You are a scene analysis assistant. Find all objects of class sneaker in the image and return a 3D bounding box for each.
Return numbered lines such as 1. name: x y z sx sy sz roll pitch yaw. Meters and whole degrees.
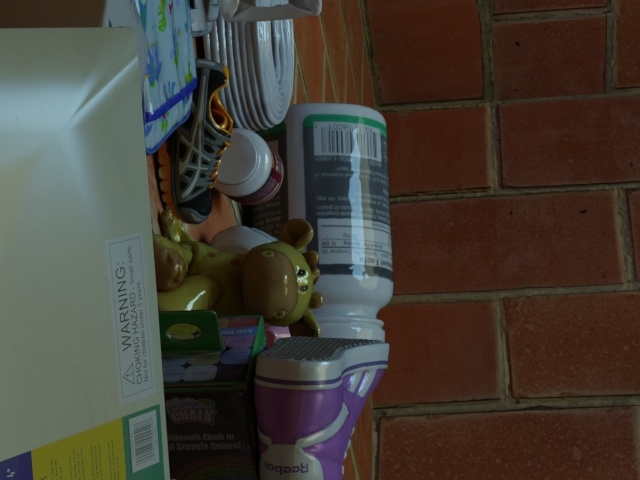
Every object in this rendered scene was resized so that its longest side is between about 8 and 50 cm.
1. sneaker: -0.132 -0.104 1.662 0.084 0.083 0.215 -89 177 -49
2. sneaker: -0.004 0.176 1.493 0.282 0.102 0.161 -10 101 -72

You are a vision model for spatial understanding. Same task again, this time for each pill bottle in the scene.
1. pill bottle: -0.097 -0.093 1.924 0.152 0.086 0.086 32 55 -82
2. pill bottle: 0.000 0.000 2.201 0.204 0.204 0.361 53 35 -78

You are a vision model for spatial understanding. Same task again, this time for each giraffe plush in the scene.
1. giraffe plush: -0.086 0.056 1.610 0.210 0.170 0.181 -77 162 -66

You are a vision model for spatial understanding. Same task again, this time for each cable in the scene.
1. cable: -0.094 -0.264 2.016 0.257 0.089 0.257 80 10 -46

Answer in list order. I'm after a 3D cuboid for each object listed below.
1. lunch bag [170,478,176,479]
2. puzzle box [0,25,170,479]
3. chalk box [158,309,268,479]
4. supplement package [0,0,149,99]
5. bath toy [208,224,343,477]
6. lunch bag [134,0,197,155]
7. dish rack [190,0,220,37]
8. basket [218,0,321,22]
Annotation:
1. lunch bag: -0.090 0.381 1.287 0.305 0.213 0.256 -90 156 -43
2. puzzle box: -0.188 0.083 0.888 0.272 0.052 0.409 -14 102 -61
3. chalk box: -0.118 0.153 1.471 0.132 0.132 0.213 -78 164 -64
4. supplement package: -0.191 -0.106 1.102 0.105 0.105 0.179 74 14 -51
5. bath toy: -0.064 0.147 1.906 0.129 0.151 0.348 -24 104 -62
6. lunch bag: -0.170 -0.168 1.378 0.219 0.090 0.176 -63 151 -74
7. dish rack: -0.156 -0.370 1.658 0.285 0.072 0.332 -58 146 -79
8. basket: -0.060 -0.334 1.678 0.103 0.113 0.167 -87 172 -49
